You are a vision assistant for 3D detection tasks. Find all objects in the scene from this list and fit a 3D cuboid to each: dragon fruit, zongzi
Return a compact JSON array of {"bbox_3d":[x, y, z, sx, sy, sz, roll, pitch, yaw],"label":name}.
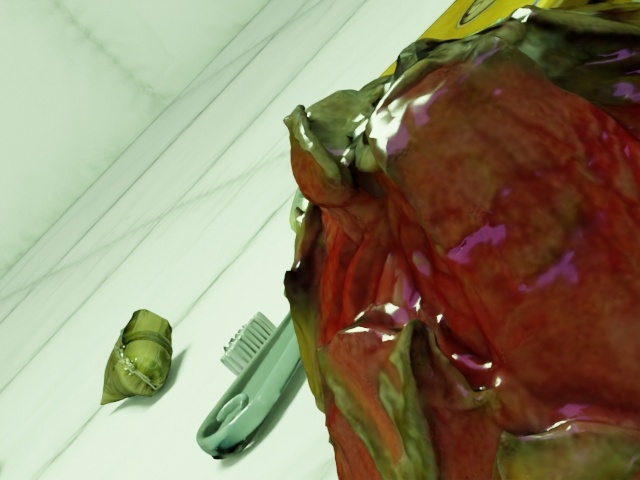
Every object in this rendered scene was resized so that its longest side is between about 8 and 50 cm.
[{"bbox_3d":[0.065,-0.006,0.475,0.224,0.148,0.218,-33,14,43],"label":"dragon fruit"},{"bbox_3d":[-0.129,0.094,1.118,0.083,0.040,0.076,-53,14,19],"label":"zongzi"}]

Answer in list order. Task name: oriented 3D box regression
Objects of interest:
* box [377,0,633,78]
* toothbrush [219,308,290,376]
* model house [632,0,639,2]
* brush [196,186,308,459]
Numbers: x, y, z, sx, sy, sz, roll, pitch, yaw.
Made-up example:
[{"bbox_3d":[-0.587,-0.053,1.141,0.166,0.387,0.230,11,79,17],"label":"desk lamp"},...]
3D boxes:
[{"bbox_3d":[0.136,-0.114,0.796,0.301,0.084,0.193,-46,10,-9],"label":"box"},{"bbox_3d":[0.015,-0.012,1.014,0.020,0.025,0.286,-35,14,45],"label":"toothbrush"},{"bbox_3d":[0.211,-0.181,0.535,0.239,0.173,0.268,-29,8,-9],"label":"model house"},{"bbox_3d":[0.000,0.000,0.928,0.068,0.060,0.297,-30,17,44],"label":"brush"}]
